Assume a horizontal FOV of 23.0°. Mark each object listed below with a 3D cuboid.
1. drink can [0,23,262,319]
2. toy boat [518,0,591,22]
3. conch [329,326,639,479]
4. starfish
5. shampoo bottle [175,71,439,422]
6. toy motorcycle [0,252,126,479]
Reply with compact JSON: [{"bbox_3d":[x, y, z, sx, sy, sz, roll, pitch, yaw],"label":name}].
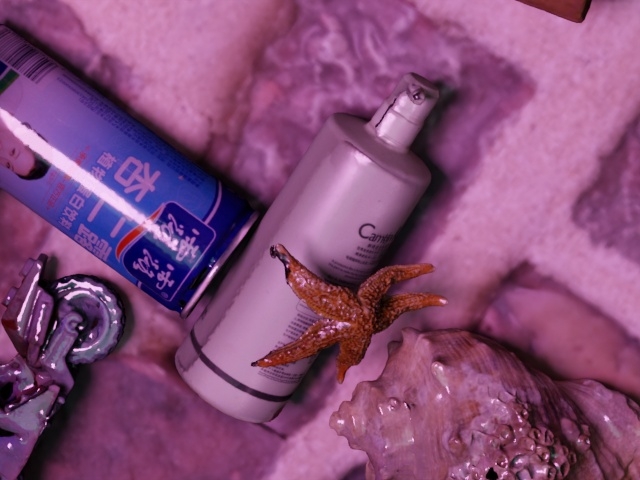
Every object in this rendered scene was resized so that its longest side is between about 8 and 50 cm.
[{"bbox_3d":[-0.161,-0.051,1.079,0.235,0.097,0.097,36,108,-2],"label":"drink can"},{"bbox_3d":[0.086,-0.249,0.974,0.445,0.136,0.162,25,103,8],"label":"toy boat"},{"bbox_3d":[0.124,0.155,1.082,0.245,0.163,0.178,5,139,-9],"label":"conch"},{"bbox_3d":[0.009,0.047,1.022,0.133,0.041,0.130,-43,132,5],"label":"starfish"},{"bbox_3d":[0.000,0.000,1.069,0.085,0.085,0.262,33,108,0],"label":"shampoo bottle"},{"bbox_3d":[-0.235,0.103,1.143,0.122,0.082,0.213,31,99,-10],"label":"toy motorcycle"}]
